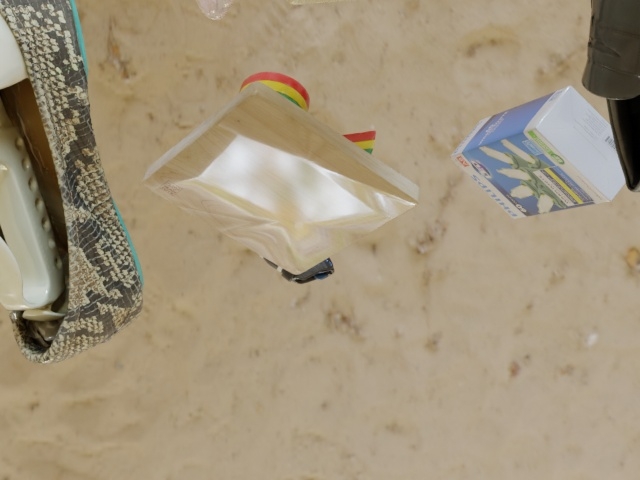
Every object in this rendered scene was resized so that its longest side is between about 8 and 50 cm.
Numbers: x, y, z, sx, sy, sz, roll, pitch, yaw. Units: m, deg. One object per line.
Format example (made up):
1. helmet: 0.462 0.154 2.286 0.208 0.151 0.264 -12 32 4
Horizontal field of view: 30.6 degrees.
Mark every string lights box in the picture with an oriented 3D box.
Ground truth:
1. string lights box: 0.284 -0.107 1.511 0.133 0.260 0.077 42 76 -10

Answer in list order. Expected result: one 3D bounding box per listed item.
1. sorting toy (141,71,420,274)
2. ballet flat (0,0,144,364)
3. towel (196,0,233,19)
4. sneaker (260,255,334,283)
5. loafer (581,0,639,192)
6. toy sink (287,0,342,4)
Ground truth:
1. sorting toy: -0.046 -0.093 1.480 0.257 0.089 0.255 32 141 -25
2. ballet flat: -0.296 -0.095 1.115 0.164 0.182 0.483 3 117 32
3. towel: -0.129 -0.540 1.679 0.053 0.317 0.332 3 139 -33
4. sneaker: 0.000 0.000 2.091 0.217 0.079 0.121 -40 83 -26
5. loafer: 0.211 -0.123 0.775 0.078 0.076 0.223 -32 126 -6
6. toy sink: 0.043 -0.323 1.143 0.234 0.153 0.131 -13 138 -33
